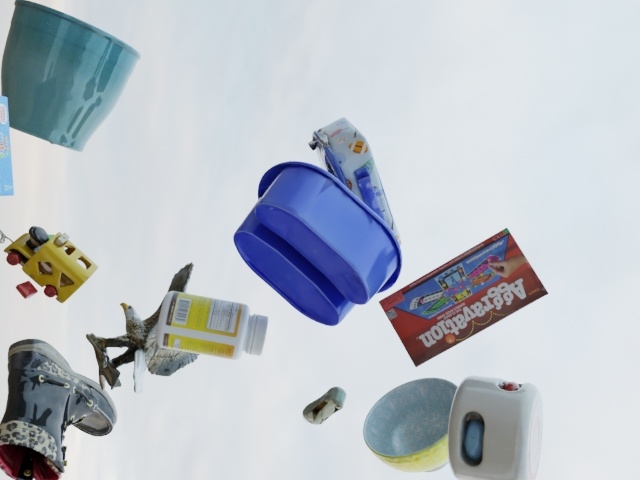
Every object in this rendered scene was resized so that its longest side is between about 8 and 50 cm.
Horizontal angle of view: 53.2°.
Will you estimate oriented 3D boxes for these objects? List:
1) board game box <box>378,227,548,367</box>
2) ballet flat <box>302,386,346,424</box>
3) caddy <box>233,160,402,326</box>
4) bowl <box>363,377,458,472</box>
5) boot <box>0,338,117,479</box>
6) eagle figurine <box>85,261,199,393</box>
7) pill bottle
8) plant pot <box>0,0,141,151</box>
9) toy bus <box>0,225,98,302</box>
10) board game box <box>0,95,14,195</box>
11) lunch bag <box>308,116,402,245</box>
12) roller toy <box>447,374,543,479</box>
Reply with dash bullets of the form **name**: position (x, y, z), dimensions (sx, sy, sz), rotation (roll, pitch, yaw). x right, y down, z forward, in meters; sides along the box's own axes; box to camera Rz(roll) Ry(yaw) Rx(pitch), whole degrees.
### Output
- **board game box**: position (0.267, 0.109, 1.209), dimensions (0.145, 0.281, 0.027), rotation (60, 7, 11)
- **ballet flat**: position (0.002, 0.501, 1.876), dimensions (0.213, 0.072, 0.068), rotation (-50, -166, 38)
- **caddy**: position (0.000, 0.000, 1.259), dimensions (0.241, 0.341, 0.179), rotation (-44, -174, 48)
- **bowl**: position (0.272, 0.521, 1.705), dimensions (0.289, 0.289, 0.156), rotation (16, -44, 61)
- **boot**: position (-0.629, 0.445, 1.528), dimensions (0.284, 0.138, 0.378), rotation (-103, 172, -49)
- **eagle figurine**: position (-0.386, 0.208, 1.490), dimensions (0.226, 0.298, 0.225), rotation (-28, -93, 60)
- **pill bottle**: position (-0.219, 0.178, 1.310), dimensions (0.117, 0.214, 0.117), rotation (-168, -90, -83)
- **plant pot**: position (-0.564, -0.339, 1.391), dimensions (0.271, 0.271, 0.255), rotation (21, -88, 60)
- **toy bus**: position (-0.574, 0.030, 1.361), dimensions (0.104, 0.202, 0.191), rotation (-40, -119, 16)
- **board game box**: position (-0.597, -0.148, 1.058), dimensions (0.211, 0.039, 0.160), rotation (-1, -86, 27)
- **lunch bag**: position (0.078, -0.119, 1.424), dimensions (0.243, 0.114, 0.304), rotation (-113, 179, -61)
- **roller toy**: position (0.305, 0.336, 1.128), dimensions (0.146, 0.209, 0.191), rotation (3, -49, 28)
